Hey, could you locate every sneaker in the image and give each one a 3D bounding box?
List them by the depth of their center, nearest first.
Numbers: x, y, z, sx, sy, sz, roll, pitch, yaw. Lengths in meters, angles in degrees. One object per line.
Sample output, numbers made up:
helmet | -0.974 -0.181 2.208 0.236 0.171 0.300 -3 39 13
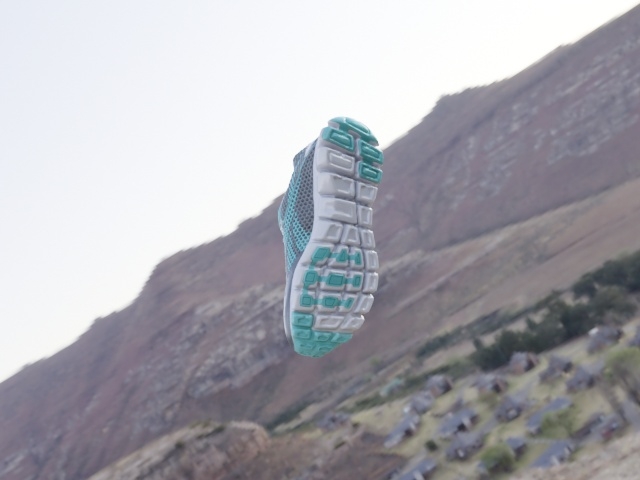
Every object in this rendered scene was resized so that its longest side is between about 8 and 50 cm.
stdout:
sneaker | 0.000 0.000 0.661 0.065 0.166 0.076 18 -16 -27
